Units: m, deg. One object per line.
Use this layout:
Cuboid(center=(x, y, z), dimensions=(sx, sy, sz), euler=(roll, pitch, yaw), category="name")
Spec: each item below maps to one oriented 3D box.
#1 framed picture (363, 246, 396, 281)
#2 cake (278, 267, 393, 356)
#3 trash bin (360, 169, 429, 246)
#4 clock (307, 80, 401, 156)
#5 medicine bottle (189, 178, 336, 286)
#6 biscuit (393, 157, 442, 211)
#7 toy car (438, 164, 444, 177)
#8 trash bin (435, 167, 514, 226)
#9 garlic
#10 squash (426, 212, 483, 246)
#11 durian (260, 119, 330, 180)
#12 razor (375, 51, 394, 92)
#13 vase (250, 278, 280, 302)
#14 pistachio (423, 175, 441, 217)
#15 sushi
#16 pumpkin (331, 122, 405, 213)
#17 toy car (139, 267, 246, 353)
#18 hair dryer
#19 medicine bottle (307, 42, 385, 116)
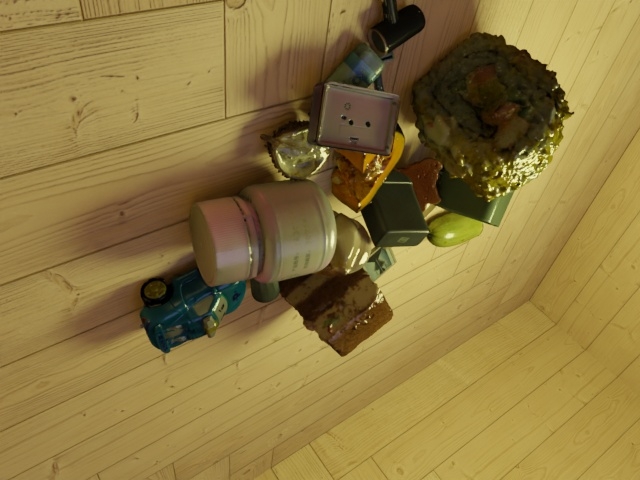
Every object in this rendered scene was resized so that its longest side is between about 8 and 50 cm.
Cuboid(center=(0.215, 0.086, 1.999), dimensions=(0.150, 0.015, 0.203), euler=(-40, 148, -5), category="framed picture")
Cuboid(center=(0.050, 0.194, 1.695), dimensions=(0.255, 0.290, 0.282), euler=(-39, 151, -3), category="cake")
Cuboid(center=(0.202, -0.099, 1.550), dimensions=(0.176, 0.236, 0.101), euler=(0, 147, -26), category="trash bin")
Cuboid(center=(0.075, -0.276, 1.200), dimensions=(0.193, 0.073, 0.145), euler=(5, 100, -23), category="clock")
Cuboid(center=(-0.140, -0.016, 1.269), dimensions=(0.301, 0.241, 0.241), euler=(-12, 138, -27), category="medicine bottle")
Cuboid(center=(0.277, -0.151, 1.660), dimensions=(0.280, 0.183, 0.043), euler=(-49, -179, 33), category="biscuit")
Cuboid(center=(0.434, -0.200, 1.840), dimensions=(0.070, 0.080, 0.171), euler=(-36, 149, -9), category="toy car")
Cuboid(center=(0.517, -0.235, 1.652), dimensions=(0.158, 0.222, 0.344), euler=(10, 100, -53), category="trash bin")
Cuboid(center=(0.006, 0.002, 1.520), dimensions=(0.280, 0.203, 0.185), euler=(0, 173, 2), category="garlic")
Cuboid(center=(0.510, -0.040, 2.066), dimensions=(0.247, 0.132, 0.133), euler=(-19, 141, -32), category="squash")
Cuboid(center=(-0.066, -0.227, 1.248), dimensions=(0.188, 0.091, 0.148), euler=(7, 114, -38), category="durian")
Cuboid(center=(0.151, -0.394, 1.347), dimensions=(0.084, 0.036, 0.211), euler=(-17, 153, 4), category="razor")
Cuboid(center=(-0.170, 0.084, 1.516), dimensions=(0.086, 0.086, 0.214), euler=(-29, 141, -21), category="vase")
Cuboid(center=(0.315, -0.132, 1.754), dimensions=(0.226, 0.136, 0.135), euler=(-49, 148, 13), category="pistachio")
Cuboid(center=(0.441, -0.320, 1.414), dimensions=(0.351, 0.397, 0.240), euler=(-36, 151, -1), category="sushi")
Cuboid(center=(0.094, -0.217, 1.388), dimensions=(0.190, 0.139, 0.281), euler=(8, 121, -54), category="pumpkin")
Cuboid(center=(-0.313, 0.166, 1.377), dimensions=(0.314, 0.166, 0.198), euler=(-28, 149, -24), category="toy car")
Cuboid(center=(0.161, -0.543, 1.151), dimensions=(0.128, 0.070, 0.255), euler=(-35, 143, -14), category="hair dryer")
Cuboid(center=(0.055, -0.360, 1.241), dimensions=(0.208, 0.054, 0.090), euler=(-45, 131, 16), category="medicine bottle")
